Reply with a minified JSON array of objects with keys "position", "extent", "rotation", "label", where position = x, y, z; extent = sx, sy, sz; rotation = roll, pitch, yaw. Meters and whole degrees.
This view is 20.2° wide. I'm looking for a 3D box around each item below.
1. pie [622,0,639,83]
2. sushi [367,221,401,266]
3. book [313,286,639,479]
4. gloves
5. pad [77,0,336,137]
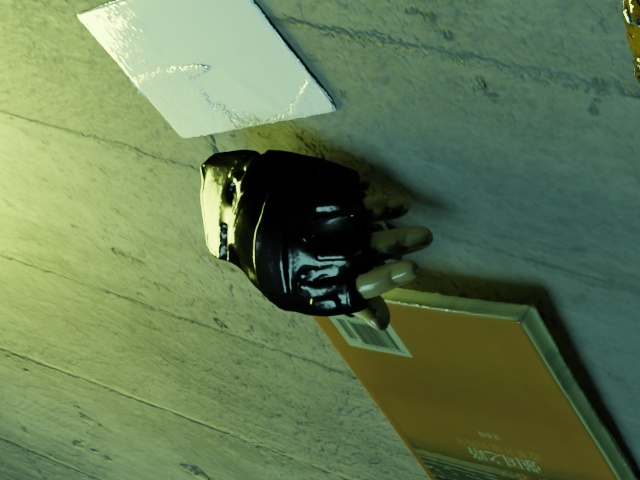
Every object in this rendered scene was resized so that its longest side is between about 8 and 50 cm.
[{"position":[0.298,-0.097,1.094],"extent":[0.273,0.069,0.273],"rotation":[27,149,18],"label":"pie"},{"position":[0.010,0.002,1.603],"extent":[0.126,0.026,0.120],"rotation":[31,152,10],"label":"sushi"},{"position":[0.154,0.166,1.667],"extent":[0.262,0.028,0.374],"rotation":[7,144,40],"label":"book"},{"position":[0.000,0.000,1.505],"extent":[0.203,0.124,0.164],"rotation":[17,136,51],"label":"gloves"},{"position":[-0.101,-0.152,1.516],"extent":[0.232,0.004,0.156],"rotation":[-5,132,51],"label":"pad"}]
